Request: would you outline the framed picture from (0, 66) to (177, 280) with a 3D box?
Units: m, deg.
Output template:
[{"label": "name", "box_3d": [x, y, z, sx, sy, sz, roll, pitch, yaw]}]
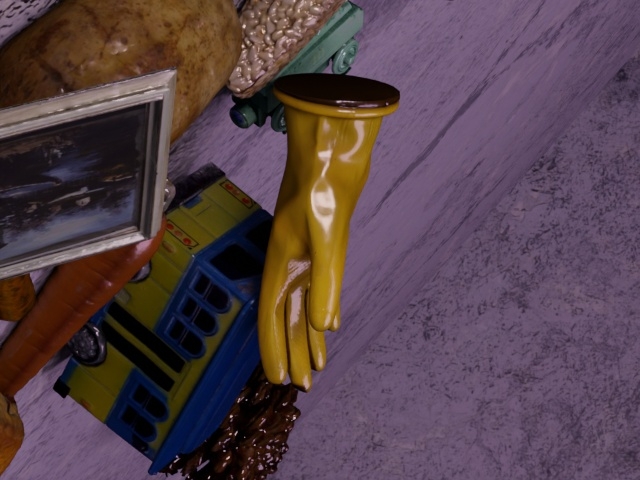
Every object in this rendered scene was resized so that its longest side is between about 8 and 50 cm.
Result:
[{"label": "framed picture", "box_3d": [-0.235, -0.012, 1.058, 0.296, 0.019, 0.232, -16, 158, -14]}]

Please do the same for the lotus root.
[{"label": "lotus root", "box_3d": [-0.157, -0.102, 1.153, 0.260, 0.128, 0.145, -42, 176, -30]}]

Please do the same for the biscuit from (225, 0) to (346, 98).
[{"label": "biscuit", "box_3d": [-0.033, -0.199, 1.465, 0.168, 0.070, 0.082, -49, 170, 13]}]

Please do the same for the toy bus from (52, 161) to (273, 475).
[{"label": "toy bus", "box_3d": [-0.142, 0.083, 1.689, 0.138, 0.175, 0.288, -39, 164, -50]}]

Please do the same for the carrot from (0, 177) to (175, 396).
[{"label": "carrot", "box_3d": [-0.243, 0.061, 1.551, 0.336, 0.069, 0.069, -47, 170, 19]}]

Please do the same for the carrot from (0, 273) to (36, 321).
[{"label": "carrot", "box_3d": [-0.260, 0.023, 1.388, 0.042, 0.042, 0.171, -45, 166, -25]}]

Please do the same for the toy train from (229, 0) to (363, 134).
[{"label": "toy train", "box_3d": [-0.023, -0.177, 1.590, 0.172, 0.070, 0.099, -45, 158, -26]}]

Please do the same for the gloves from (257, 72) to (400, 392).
[{"label": "gloves", "box_3d": [0.001, 0.000, 1.544, 0.133, 0.116, 0.294, -17, 118, -52]}]

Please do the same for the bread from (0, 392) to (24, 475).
[{"label": "bread", "box_3d": [-0.372, 0.224, 1.473, 0.235, 0.099, 0.210, -55, 171, -4]}]

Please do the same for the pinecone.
[{"label": "pinecone", "box_3d": [-0.133, 0.230, 2.153, 0.221, 0.221, 0.221, -47, 169, -13]}]
